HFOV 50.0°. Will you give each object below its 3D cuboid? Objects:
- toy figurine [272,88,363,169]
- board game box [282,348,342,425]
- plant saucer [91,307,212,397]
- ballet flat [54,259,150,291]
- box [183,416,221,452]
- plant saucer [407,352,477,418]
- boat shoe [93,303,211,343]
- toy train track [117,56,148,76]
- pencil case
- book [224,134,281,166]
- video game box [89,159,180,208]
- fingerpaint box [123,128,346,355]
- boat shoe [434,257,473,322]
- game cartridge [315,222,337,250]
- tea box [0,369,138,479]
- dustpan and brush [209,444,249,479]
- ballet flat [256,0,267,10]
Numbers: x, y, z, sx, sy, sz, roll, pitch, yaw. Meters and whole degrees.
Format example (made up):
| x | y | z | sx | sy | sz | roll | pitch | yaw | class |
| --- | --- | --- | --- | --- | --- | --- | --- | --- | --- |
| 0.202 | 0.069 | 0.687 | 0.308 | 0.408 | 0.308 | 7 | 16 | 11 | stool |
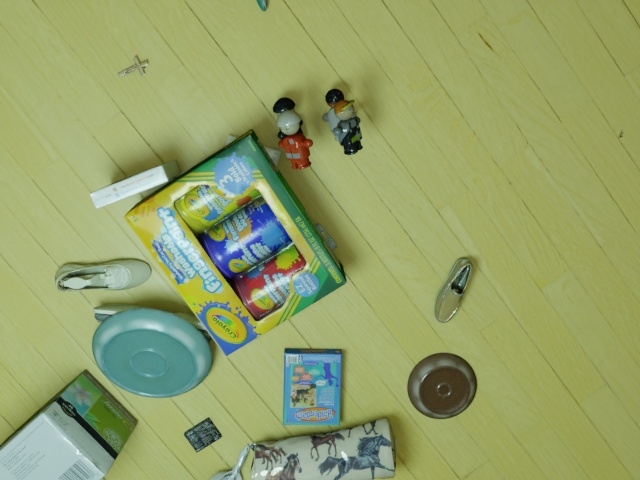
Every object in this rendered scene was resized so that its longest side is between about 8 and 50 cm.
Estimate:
| x | y | z | sx | sy | sz | roll | pitch | yaw | class |
| --- | --- | --- | --- | --- | --- | --- | --- | --- | --- |
| -0.009 | -0.287 | 1.699 | 0.210 | 0.213 | 0.148 | -16 | 114 | 1 | toy figurine |
| -0.023 | 0.405 | 1.898 | 0.160 | 0.047 | 0.210 | 2 | 99 | -3 | board game box |
| -0.445 | 0.311 | 1.802 | 0.318 | 0.043 | 0.317 | 1 | 125 | 1 | plant saucer |
| -0.577 | 0.100 | 1.809 | 0.249 | 0.086 | 0.086 | -5 | 100 | -2 | ballet flat |
| -0.330 | 0.545 | 1.925 | 0.083 | 0.018 | 0.067 | -33 | 99 | 3 | box |
| 0.344 | 0.413 | 1.921 | 0.199 | 0.036 | 0.198 | 0 | 99 | -3 | plant saucer |
| -0.445 | 0.236 | 1.821 | 0.320 | 0.116 | 0.099 | 10 | 95 | -9 | boat shoe |
| -0.479 | -0.439 | 1.758 | 0.083 | 0.014 | 0.048 | -21 | 107 | 7 | toy train track |
| 0.016 | 0.597 | 1.874 | 0.411 | 0.183 | 0.159 | -10 | 81 | -1 | pencil case |
| -0.185 | -0.210 | 1.798 | 0.144 | 0.035 | 0.096 | 17 | 95 | -5 | book |
| -0.455 | -0.144 | 1.710 | 0.187 | 0.205 | 0.048 | -19 | 101 | 2 | video game box |
| -0.207 | 0.007 | 1.746 | 0.371 | 0.163 | 0.444 | -31 | 104 | 6 | fingerpaint box |
| 0.359 | 0.139 | 1.856 | 0.068 | 0.072 | 0.189 | 17 | 99 | -5 | boat shoe |
| 0.000 | 0.000 | 1.848 | 0.056 | 0.017 | 0.083 | -39 | 99 | 8 | game cartridge |
| -0.691 | 0.555 | 1.758 | 0.329 | 0.323 | 0.220 | -42 | 98 | 6 | tea box |
| -0.255 | 0.669 | 1.917 | 0.060 | 0.147 | 0.211 | 2 | 63 | 36 | dustpan and brush |
| -0.155 | -0.635 | 1.725 | 0.041 | 0.041 | 0.114 | -30 | 100 | 3 | ballet flat |
